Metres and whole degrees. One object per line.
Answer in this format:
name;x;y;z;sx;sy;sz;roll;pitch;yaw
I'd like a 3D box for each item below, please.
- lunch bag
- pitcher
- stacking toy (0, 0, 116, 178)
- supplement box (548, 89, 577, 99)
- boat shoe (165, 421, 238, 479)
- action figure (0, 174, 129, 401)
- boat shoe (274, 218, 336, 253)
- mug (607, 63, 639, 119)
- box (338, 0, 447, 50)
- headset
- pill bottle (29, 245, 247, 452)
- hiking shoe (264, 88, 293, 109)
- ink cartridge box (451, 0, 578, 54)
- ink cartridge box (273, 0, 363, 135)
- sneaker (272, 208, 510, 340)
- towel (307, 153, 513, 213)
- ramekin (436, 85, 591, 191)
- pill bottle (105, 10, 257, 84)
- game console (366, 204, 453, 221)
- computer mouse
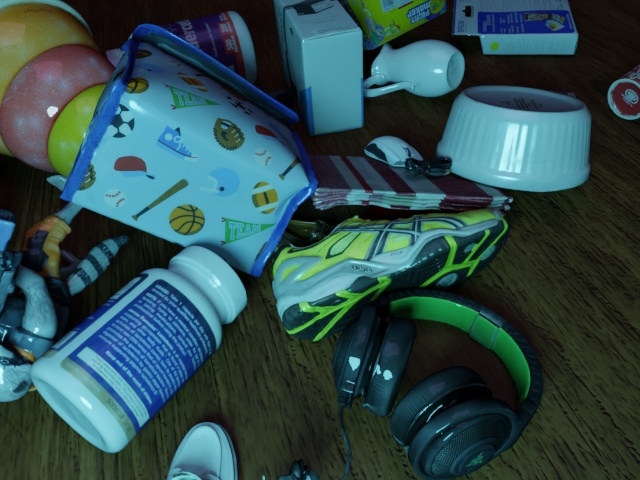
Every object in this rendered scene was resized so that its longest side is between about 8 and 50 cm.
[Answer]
lunch bag;-0.206;-0.175;0.971;0.328;0.239;0.385;27;22;-24
pitcher;0.207;-0.382;1.341;0.207;0.125;0.178;18;60;38
stacking toy;-0.459;-0.219;1.135;0.480;0.350;0.350;37;55;17
supplement box;0.518;-0.282;1.246;0.055;0.043;0.083;3;44;9
boat shoe;-0.140;0.295;0.649;0.083;0.076;0.226;-4;42;1
action figure;-0.386;0.065;0.810;0.178;0.341;0.330;23;44;-20
boat shoe;0.000;0.000;0.973;0.178;0.060;0.064;8;44;14
mug;0.713;-0.324;1.226;0.169;0.113;0.150;-30;46;-20
box;0.114;-0.614;1.494;0.290;0.177;0.279;-35;31;-28
headset;0.101;0.203;0.716;0.394;0.185;0.243;-23;47;-41
pill bottle;-0.229;0.132;0.780;0.153;0.153;0.265;22;49;27
hiking shoe;-0.166;-0.285;1.284;0.227;0.086;0.114;-33;52;-27
ink cartridge box;0.513;-0.592;1.574;0.307;0.072;0.303;3;44;13
ink cartridge box;-0.008;-0.414;1.309;0.129;0.223;0.307;-13;43;-7
sneaker;0.107;0.012;0.876;0.384;0.145;0.147;-17;54;-14
towel;0.130;-0.100;1.008;0.329;0.037;0.237;2;22;-10
ramekin;0.352;-0.195;1.053;0.273;0.127;0.273;2;26;-1
pill bottle;-0.324;-0.420;1.377;0.323;0.181;0.181;-18;44;-14
game console;0.168;-0.046;1.042;0.144;0.085;0.124;14;77;21
computer mouse;0.145;-0.158;1.051;0.106;0.042;0.193;-8;25;-30
